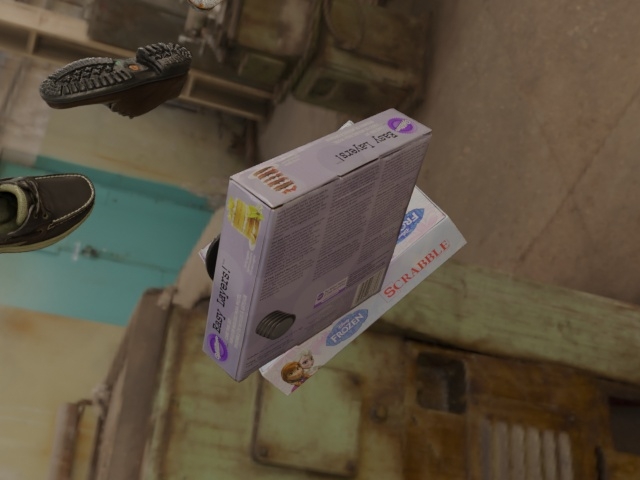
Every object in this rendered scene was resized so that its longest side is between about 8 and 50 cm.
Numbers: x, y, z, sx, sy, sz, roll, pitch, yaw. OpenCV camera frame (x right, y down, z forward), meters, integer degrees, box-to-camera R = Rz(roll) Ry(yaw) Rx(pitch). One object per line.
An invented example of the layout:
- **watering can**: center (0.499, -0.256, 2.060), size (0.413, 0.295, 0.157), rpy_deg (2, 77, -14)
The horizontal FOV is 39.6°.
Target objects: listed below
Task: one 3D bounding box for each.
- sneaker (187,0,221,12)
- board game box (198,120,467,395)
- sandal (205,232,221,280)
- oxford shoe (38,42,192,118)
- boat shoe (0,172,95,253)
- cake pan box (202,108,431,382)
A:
- **sneaker**: center (-0.163, -0.423, 1.250), size (0.083, 0.084, 0.215), rpy_deg (162, 117, -77)
- **board game box**: center (0.001, 0.011, 1.274), size (0.318, 0.066, 0.318), rpy_deg (-41, 38, 4)
- **sandal**: center (-0.092, -0.003, 1.225), size (0.179, 0.067, 0.040), rpy_deg (-43, 42, 13)
- **oxford shoe**: center (-0.282, -0.206, 1.244), size (0.083, 0.227, 0.096), rpy_deg (46, 138, 33)
- **boat shoe**: center (-0.338, -0.030, 0.976), size (0.073, 0.223, 0.080), rpy_deg (-38, 79, 48)
- **cake pan box**: center (0.000, 0.000, 0.974), size (0.070, 0.267, 0.246), rpy_deg (39, 136, 25)
